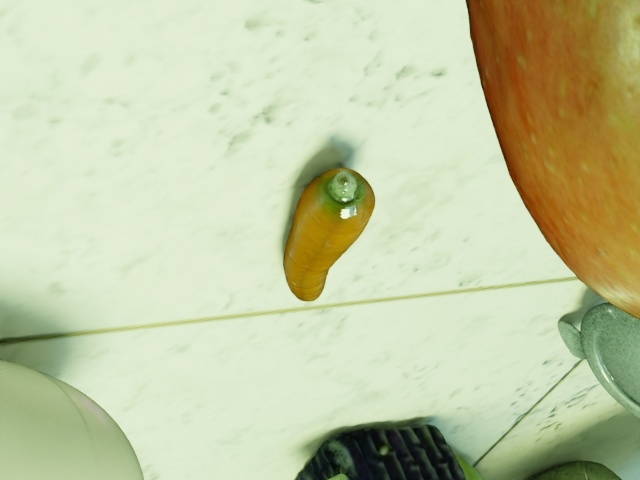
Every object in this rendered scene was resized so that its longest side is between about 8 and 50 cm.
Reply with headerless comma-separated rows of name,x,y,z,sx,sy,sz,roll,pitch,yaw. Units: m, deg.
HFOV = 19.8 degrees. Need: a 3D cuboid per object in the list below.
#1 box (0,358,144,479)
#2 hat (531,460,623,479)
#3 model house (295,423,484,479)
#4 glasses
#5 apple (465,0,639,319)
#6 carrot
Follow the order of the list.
box,-0.257,0.143,0.782,0.289,0.141,0.349,-36,152,17
hat,0.197,0.227,1.388,0.252,0.110,0.252,-21,143,-16
model house,0.049,0.239,1.180,0.170,0.194,0.211,-27,155,7
glasses,0.286,-0.013,1.116,0.268,0.118,0.234,-34,160,-33
apple,0.197,-0.091,0.562,0.319,0.277,0.319,-3,-179,0
carrot,0.000,0.000,0.880,0.035,0.035,0.142,-17,160,-19
